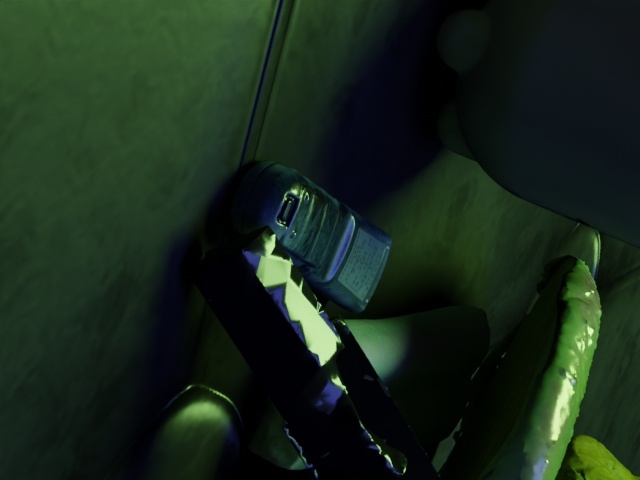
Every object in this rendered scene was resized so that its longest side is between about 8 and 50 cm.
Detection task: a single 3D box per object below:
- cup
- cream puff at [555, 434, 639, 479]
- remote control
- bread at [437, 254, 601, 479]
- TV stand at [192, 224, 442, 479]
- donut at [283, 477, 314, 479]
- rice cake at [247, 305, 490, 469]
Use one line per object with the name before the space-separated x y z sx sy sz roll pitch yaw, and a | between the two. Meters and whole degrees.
cup | 0.149 -0.084 0.847 0.173 0.142 0.134 -38 142 -47
cream puff | 0.184 0.275 1.214 0.195 0.195 0.221 -40 141 -45
remote control | -0.001 0.000 0.757 0.152 0.027 0.043 34 72 -68
bread | 0.084 0.144 0.924 0.301 0.045 0.301 -62 179 -2
TV stand | 0.022 0.100 0.728 0.249 0.036 0.042 59 25 -21
donut | -0.020 0.155 0.771 0.166 0.108 0.065 -14 93 -55
rice cake | 0.036 0.075 0.881 0.222 0.042 0.080 3 113 -65
